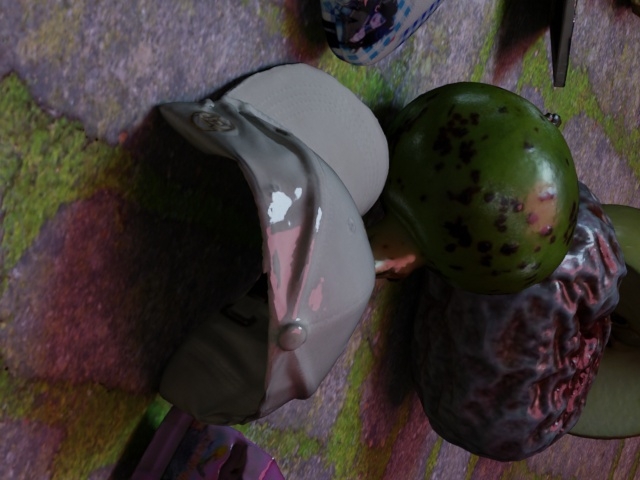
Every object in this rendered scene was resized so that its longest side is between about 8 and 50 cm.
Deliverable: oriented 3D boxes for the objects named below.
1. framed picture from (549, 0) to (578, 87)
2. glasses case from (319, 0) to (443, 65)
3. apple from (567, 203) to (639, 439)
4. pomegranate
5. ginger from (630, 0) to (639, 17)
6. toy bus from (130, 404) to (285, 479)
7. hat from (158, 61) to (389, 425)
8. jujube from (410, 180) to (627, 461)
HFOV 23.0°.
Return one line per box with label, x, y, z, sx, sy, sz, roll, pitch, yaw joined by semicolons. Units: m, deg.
framed picture;0.273;-0.313;1.701;0.184;0.016;0.250;-78;173;-59
glasses case;0.094;-0.275;1.368;0.327;0.076;0.125;-51;150;-37
apple;0.384;0.100;2.014;0.233;0.258;0.295;-29;132;-57
pomegranate;0.127;-0.033;1.475;0.263;0.211;0.211;-37;148;-6
ginger;0.430;-0.353;1.970;0.354;0.126;0.190;39;61;-67
toy bus;-0.073;0.241;1.338;0.090;0.112;0.274;-62;157;-21
hat;-0.008;0.000;1.236;0.301;0.168;0.258;-38;140;-50
jujube;0.208;0.083;1.691;0.226;0.226;0.317;-38;140;-51
